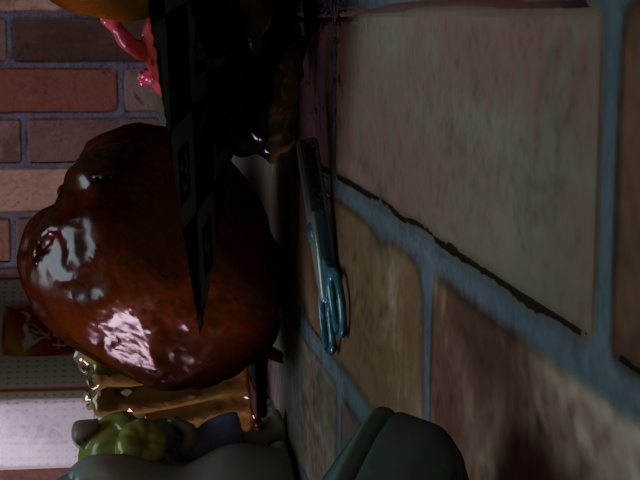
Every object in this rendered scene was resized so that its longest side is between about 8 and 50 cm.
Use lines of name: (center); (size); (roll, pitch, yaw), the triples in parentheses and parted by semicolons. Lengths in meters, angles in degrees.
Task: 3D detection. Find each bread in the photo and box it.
bread: (-0.131, 0.052, 1.124); (0.274, 0.149, 0.274); (176, 90, -83)

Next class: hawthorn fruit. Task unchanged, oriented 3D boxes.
hawthorn fruit: (-0.103, 0.010, 0.911); (0.179, 0.173, 0.173); (47, 154, 18)

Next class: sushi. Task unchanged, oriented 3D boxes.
sushi: (-0.039, -0.151, 0.785); (0.292, 0.059, 0.294); (-83, -8, -46)

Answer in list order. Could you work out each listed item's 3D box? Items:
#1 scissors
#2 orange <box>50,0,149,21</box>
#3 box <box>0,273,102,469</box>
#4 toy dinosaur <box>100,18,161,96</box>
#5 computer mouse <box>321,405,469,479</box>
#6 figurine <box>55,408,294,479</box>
scissors: (0.000, 0.000, 0.746); (0.058, 0.014, 0.119); (112, 151, -66)
orange: (-0.126, -0.282, 0.971); (0.249, 0.183, 0.249); (171, 90, -84)
box: (-0.256, 0.124, 1.361); (0.210, 0.330, 0.095); (-105, 17, -56)
toy dinosaur: (-0.111, -0.135, 1.297); (0.139, 0.070, 0.286); (47, 172, 23)
computer mouse: (-0.008, 0.168, 0.345); (0.288, 0.097, 0.159); (-78, -20, -60)
figurine: (-0.136, 0.188, 0.918); (0.127, 0.235, 0.155); (115, 152, -70)
